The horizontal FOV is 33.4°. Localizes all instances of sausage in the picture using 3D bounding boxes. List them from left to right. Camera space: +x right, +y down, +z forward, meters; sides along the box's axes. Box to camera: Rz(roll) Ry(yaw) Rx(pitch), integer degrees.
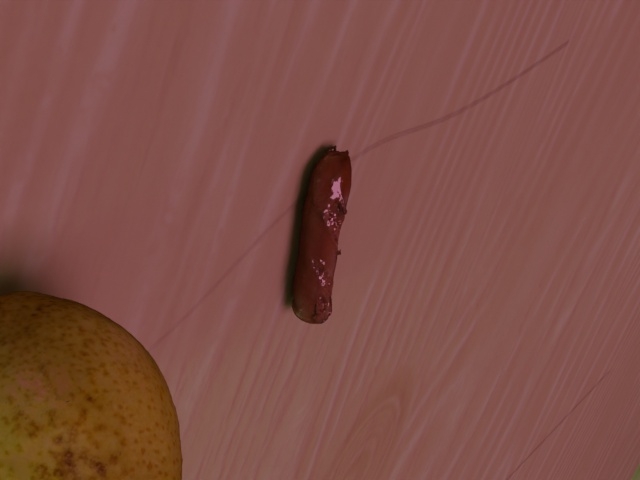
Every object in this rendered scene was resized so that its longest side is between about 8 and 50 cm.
[{"bbox_3d":[0.000,0.000,0.831,0.036,0.042,0.157,0,124,-12],"label":"sausage"}]

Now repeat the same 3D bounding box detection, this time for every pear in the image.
[{"bbox_3d":[-0.153,0.118,0.586,0.178,0.178,0.178,-36,145,-32],"label":"pear"}]
